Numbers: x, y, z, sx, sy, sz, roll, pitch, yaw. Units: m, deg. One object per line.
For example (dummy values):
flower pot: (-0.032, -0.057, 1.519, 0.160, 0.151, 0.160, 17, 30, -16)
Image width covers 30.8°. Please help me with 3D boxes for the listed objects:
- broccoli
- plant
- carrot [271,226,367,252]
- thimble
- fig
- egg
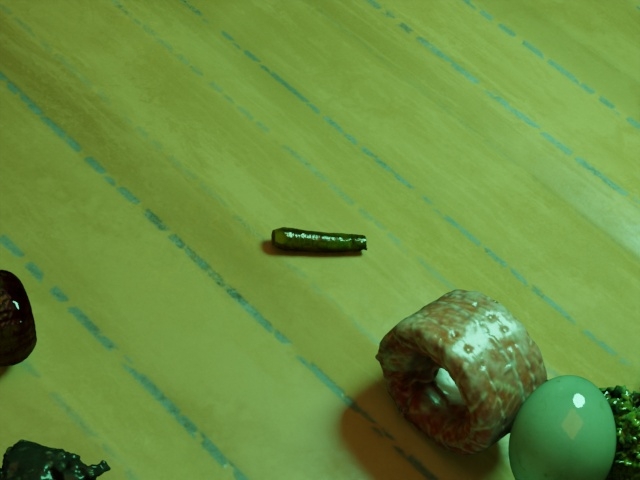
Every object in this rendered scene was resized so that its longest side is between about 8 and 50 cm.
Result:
broccoli: (0.509, 0.340, 1.759, 0.273, 0.242, 0.180, 16, 70, 7)
plant: (-0.345, 0.359, 1.560, 0.203, 0.131, 0.142, 23, 45, 3)
carrot: (0.000, 0.000, 2.019, 0.171, 0.042, 0.042, 2, 50, -14)
thimble: (0.213, 0.202, 1.778, 0.162, 0.239, 0.239, -32, 64, -32)
fig: (-0.528, 0.127, 1.719, 0.201, 0.133, 0.146, -15, 46, -15)
egg: (0.348, 0.288, 1.665, 0.149, 0.149, 0.192, 20, 80, 2)
